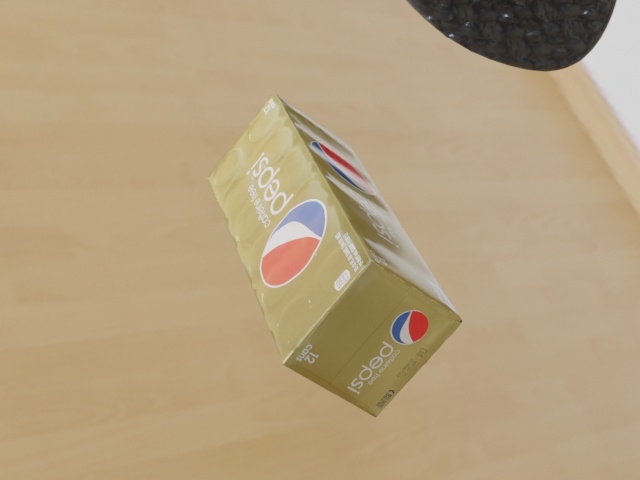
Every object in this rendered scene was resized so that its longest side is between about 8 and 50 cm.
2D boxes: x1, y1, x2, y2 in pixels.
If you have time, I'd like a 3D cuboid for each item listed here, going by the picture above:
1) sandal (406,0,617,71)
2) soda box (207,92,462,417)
[{"bbox_3d":[0.058,-0.314,0.938,0.446,0.167,0.107,46,29,1],"label":"sandal"},{"bbox_3d":[0.000,0.000,0.616,0.058,0.061,0.181,33,16,-29],"label":"soda box"}]
